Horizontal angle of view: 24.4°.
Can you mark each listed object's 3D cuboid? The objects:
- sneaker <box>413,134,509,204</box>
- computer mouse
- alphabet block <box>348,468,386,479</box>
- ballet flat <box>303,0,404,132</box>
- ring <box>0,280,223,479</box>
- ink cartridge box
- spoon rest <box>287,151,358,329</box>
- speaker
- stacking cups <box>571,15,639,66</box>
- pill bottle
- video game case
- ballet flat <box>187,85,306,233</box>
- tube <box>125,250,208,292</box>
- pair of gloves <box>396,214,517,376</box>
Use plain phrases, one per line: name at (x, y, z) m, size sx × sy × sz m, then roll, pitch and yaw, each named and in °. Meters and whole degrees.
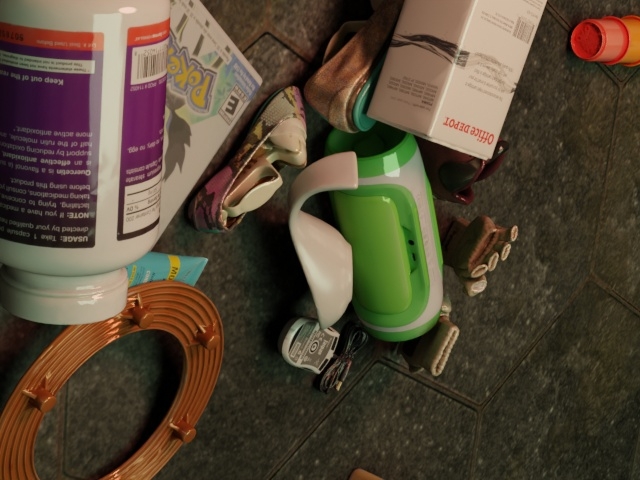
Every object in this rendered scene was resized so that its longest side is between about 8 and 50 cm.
sneaker at (0.182, -0.177, 1.942) m, size 0.106 × 0.162 × 0.281 m, roll -24°, pitch 124°, yaw -43°
computer mouse at (-0.008, 0.138, 1.959) m, size 0.106 × 0.042 × 0.193 m, roll -61°, pitch 148°, yaw -3°
alphabet block at (0.125, 0.469, 2.144) m, size 0.192 × 0.197 × 0.193 m, roll 33°, pitch 80°, yaw -52°
ballet flat at (0.086, -0.268, 1.828) m, size 0.316 × 0.106 × 0.107 m, roll -50°, pitch 144°, yaw -24°
ring at (-0.229, 0.196, 1.660) m, size 0.337 × 0.032 × 0.336 m, roll -36°, pitch 145°, yaw -30°
ink cartridge box at (0.169, -0.232, 1.776) m, size 0.172 × 0.100 × 0.237 m, roll 11°, pitch 99°, yaw -57°
spoon rest at (0.000, 0.000, 1.821) m, size 0.276 × 0.084 × 0.137 m, roll 93°, pitch -4°, yaw -51°
speaker at (0.084, -0.014, 1.929) m, size 0.131 × 0.131 × 0.296 m, roll -40°, pitch 134°, yaw -33°
stacking cups at (0.512, -0.311, 2.337) m, size 0.316 × 0.096 × 0.096 m, roll -11°, pitch 115°, yaw -48°
pill bottle at (-0.239, -0.092, 1.398) m, size 0.181 × 0.181 × 0.322 m, roll -16°, pitch 118°, yaw -46°
video game case at (-0.222, -0.149, 1.567) m, size 0.300 × 0.036 × 0.329 m, roll -58°, pitch 141°, yaw -14°
ballet flat at (-0.067, -0.089, 1.749) m, size 0.221 × 0.079 × 0.077 m, roll -52°, pitch 138°, yaw -22°
tube at (-0.206, 0.039, 1.610) m, size 0.207 × 0.052 × 0.080 m, roll 15°, pitch 113°, yaw -55°
pair of gloves at (0.185, 0.079, 2.055) m, size 0.042 × 0.204 × 0.240 m, roll 27°, pitch 83°, yaw -12°
